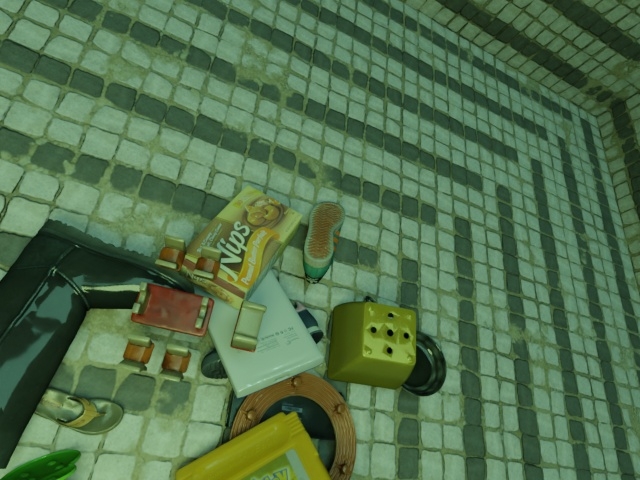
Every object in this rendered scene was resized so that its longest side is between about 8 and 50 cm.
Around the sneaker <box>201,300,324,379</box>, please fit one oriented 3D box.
[{"bbox_3d":[-0.157,0.247,1.087,0.318,0.112,0.131,-11,51,-30],"label":"sneaker"}]

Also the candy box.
[{"bbox_3d":[-0.197,0.006,1.105,0.182,0.088,0.316,28,47,4],"label":"candy box"}]

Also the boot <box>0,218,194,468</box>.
[{"bbox_3d":[-0.511,0.212,0.843,0.366,0.146,0.445,22,52,-5],"label":"boot"}]

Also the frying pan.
[{"bbox_3d":[0.232,0.332,1.281,0.326,0.053,0.197,32,55,-1],"label":"frying pan"}]

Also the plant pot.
[{"bbox_3d":[0.152,0.270,1.154,0.212,0.187,0.212,12,64,-10],"label":"plant pot"}]

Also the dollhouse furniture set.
[{"bbox_3d":[-0.249,0.156,0.883,0.259,0.135,0.262,16,70,-9],"label":"dollhouse furniture set"}]

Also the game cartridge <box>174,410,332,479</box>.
[{"bbox_3d":[-0.112,0.518,0.827,0.285,0.053,0.324,-25,39,-17],"label":"game cartridge"}]

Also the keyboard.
[{"bbox_3d":[-0.080,0.462,1.063,0.317,0.033,0.202,17,61,-21],"label":"keyboard"}]

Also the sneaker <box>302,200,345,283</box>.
[{"bbox_3d":[0.000,0.000,1.275,0.108,0.121,0.302,17,41,2],"label":"sneaker"}]

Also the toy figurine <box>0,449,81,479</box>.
[{"bbox_3d":[-0.480,0.487,0.766,0.130,0.173,0.159,-10,87,-50],"label":"toy figurine"}]

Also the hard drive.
[{"bbox_3d":[-0.160,0.197,1.029,0.210,0.040,0.319,-15,48,-27],"label":"hard drive"}]

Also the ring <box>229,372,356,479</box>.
[{"bbox_3d":[-0.053,0.488,1.029,0.336,0.032,0.337,12,62,-24],"label":"ring"}]

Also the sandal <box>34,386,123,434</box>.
[{"bbox_3d":[-0.496,0.346,0.869,0.180,0.049,0.072,25,58,-16],"label":"sandal"}]
